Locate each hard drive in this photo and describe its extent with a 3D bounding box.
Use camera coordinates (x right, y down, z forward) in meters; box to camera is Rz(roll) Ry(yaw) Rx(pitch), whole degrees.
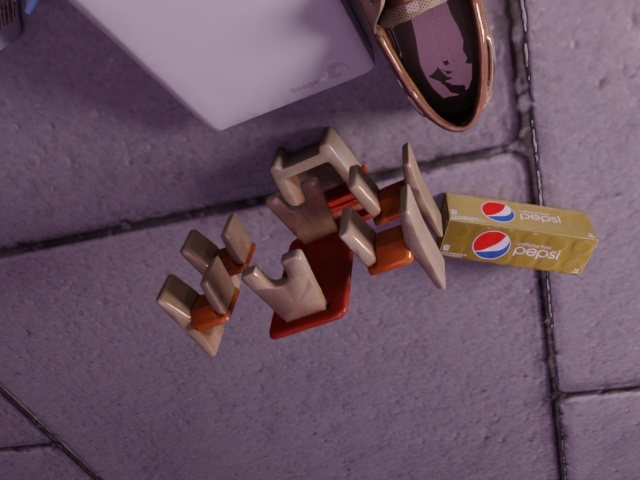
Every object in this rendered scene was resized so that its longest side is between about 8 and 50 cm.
[{"bbox_3d":[-0.099,-0.220,0.493,0.203,0.040,0.307,-17,152,19],"label":"hard drive"}]

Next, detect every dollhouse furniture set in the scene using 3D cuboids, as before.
[{"bbox_3d":[0.000,0.000,0.609,0.262,0.259,0.135,-20,122,22],"label":"dollhouse furniture set"}]

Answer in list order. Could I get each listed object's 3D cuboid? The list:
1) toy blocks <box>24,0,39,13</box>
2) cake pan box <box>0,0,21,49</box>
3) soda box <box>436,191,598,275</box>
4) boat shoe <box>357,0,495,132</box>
[{"bbox_3d":[-0.226,-0.261,0.549,0.123,0.054,0.148,36,125,-21],"label":"toy blocks"},{"bbox_3d":[-0.412,-0.328,0.506,0.246,0.070,0.267,13,129,-7],"label":"cake pan box"},{"bbox_3d":[0.240,-0.008,0.707,0.181,0.058,0.061,7,130,0],"label":"soda box"},{"bbox_3d":[0.082,-0.236,0.494,0.123,0.116,0.324,-22,124,23],"label":"boat shoe"}]
